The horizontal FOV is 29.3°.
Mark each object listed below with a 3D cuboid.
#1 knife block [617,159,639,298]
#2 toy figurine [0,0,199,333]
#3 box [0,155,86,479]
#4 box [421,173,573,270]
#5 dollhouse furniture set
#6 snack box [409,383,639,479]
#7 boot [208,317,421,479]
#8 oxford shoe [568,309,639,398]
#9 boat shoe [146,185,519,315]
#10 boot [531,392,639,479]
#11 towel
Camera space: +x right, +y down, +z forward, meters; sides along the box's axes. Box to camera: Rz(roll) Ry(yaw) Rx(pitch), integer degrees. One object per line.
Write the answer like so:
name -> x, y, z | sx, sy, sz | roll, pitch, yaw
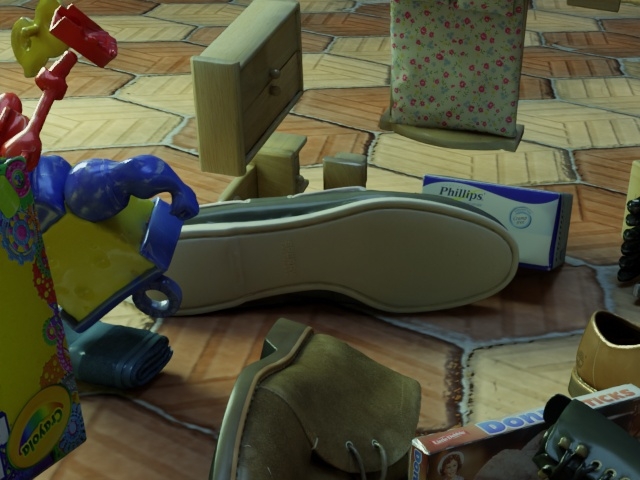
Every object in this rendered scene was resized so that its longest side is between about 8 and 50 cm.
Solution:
knife block -> 0.405, -0.004, 1.171 | 0.276, 0.088, 0.242 | -2, 21, -14
toy figurine -> -0.206, 0.026, 0.872 | 0.217, 0.362, 0.191 | 34, 36, -30
box -> -0.328, 0.080, 0.621 | 0.279, 0.177, 0.290 | -2, 16, 28
box -> 0.165, -0.018, 1.149 | 0.126, 0.072, 0.137 | 9, 4, 17
dollhouse furniture set -> 0.078, -0.114, 1.140 | 0.356, 0.303, 0.174 | 10, 35, 17
snack box -> 0.133, 0.138, 0.772 | 0.178, 0.064, 0.022 | -9, 22, -29
boot -> -0.002, 0.132, 0.728 | 0.115, 0.112, 0.305 | 16, 19, 6
oxford shoe -> 0.258, 0.108, 0.857 | 0.076, 0.076, 0.212 | -10, 24, -35
boat shoe -> 0.000, 0.000, 1.066 | 0.335, 0.112, 0.095 | -2, 25, -5
boot -> 0.165, 0.156, 0.656 | 0.137, 0.077, 0.198 | 33, 14, 10
towel -> -0.178, 0.084, 0.925 | 0.119, 0.029, 0.067 | 11, 24, 18
